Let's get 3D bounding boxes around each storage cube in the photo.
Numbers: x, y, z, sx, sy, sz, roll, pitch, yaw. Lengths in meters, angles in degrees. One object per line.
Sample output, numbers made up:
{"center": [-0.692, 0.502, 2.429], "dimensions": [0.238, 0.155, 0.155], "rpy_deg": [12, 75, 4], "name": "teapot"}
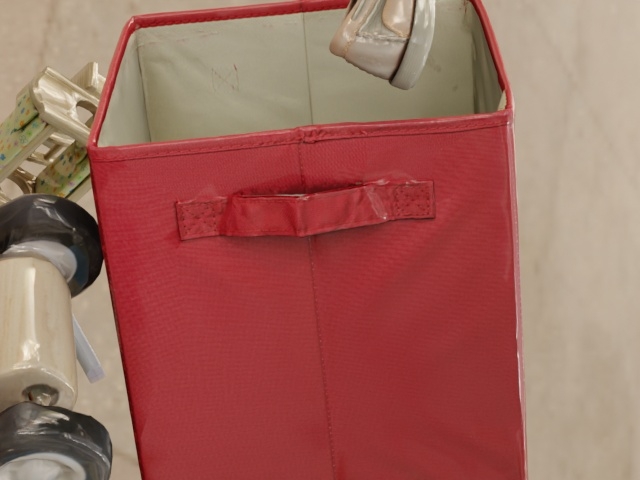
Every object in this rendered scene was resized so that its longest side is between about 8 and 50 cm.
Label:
{"center": [0.000, 0.000, 0.763], "dimensions": [0.215, 0.183, 0.193], "rpy_deg": [-92, 176, -66], "name": "storage cube"}

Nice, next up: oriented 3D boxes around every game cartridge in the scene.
{"center": [-0.185, 0.084, 1.211], "dimensions": [0.056, 0.017, 0.083], "rpy_deg": [57, -10, 2], "name": "game cartridge"}

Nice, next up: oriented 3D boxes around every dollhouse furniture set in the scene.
{"center": [-0.203, -0.126, 1.282], "dimensions": [0.101, 0.182, 0.161], "rpy_deg": [32, 33, -32], "name": "dollhouse furniture set"}

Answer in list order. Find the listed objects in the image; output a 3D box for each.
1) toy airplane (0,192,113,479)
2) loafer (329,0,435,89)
{"center": [-0.301, 0.048, 0.622], "dimensions": [0.384, 0.272, 0.386], "rpy_deg": [51, 29, 6], "name": "toy airplane"}
{"center": [0.025, -0.111, 0.658], "dimensions": [0.125, 0.039, 0.045], "rpy_deg": [-89, -164, -51], "name": "loafer"}
